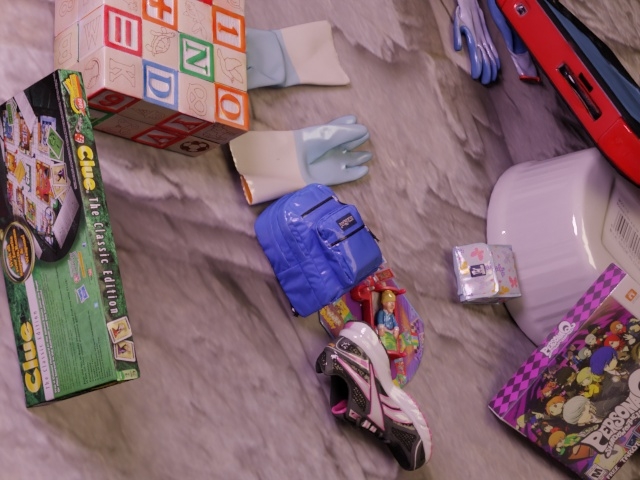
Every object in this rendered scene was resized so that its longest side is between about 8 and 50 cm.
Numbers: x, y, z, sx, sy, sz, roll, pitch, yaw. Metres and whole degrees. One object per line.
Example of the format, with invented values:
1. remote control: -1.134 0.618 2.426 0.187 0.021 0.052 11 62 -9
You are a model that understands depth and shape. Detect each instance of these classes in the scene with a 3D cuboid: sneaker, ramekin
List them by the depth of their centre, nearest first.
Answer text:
1. sneaker: 0.049 0.176 1.280 0.077 0.072 0.178 -36 103 -23
2. ramekin: 0.357 0.010 1.585 0.277 0.135 0.277 18 64 -40

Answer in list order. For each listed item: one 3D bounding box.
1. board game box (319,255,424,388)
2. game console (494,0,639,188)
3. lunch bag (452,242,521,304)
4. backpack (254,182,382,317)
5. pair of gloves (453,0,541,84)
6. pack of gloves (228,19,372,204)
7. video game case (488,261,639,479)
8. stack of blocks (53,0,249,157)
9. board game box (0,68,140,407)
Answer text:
1. board game box: 0.069 0.086 1.344 0.168 0.033 0.133 55 45 -15
2. game console: 0.407 -0.191 1.632 0.342 0.060 0.386 18 37 -46
3. lunch bag: 0.200 0.042 1.478 0.083 0.053 0.071 3 71 -35
4. backpack: 0.000 0.000 1.260 0.098 0.101 0.120 -33 91 -50
5. pair of gloves: 0.242 -0.293 1.665 0.198 0.023 0.159 -7 80 -47
6. pack of gloves: -0.019 -0.154 1.327 0.232 0.046 0.195 -16 88 -51
7. video game case: 0.351 0.172 1.483 0.210 0.042 0.232 38 96 -30
8. stack of blocks: -0.167 -0.249 1.193 0.171 0.087 0.297 13 66 -42
9. board game box: -0.224 0.001 1.009 0.030 0.136 0.259 -3 78 -49
